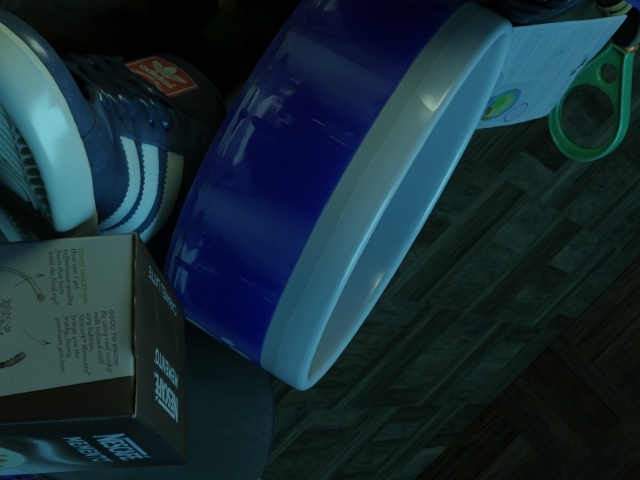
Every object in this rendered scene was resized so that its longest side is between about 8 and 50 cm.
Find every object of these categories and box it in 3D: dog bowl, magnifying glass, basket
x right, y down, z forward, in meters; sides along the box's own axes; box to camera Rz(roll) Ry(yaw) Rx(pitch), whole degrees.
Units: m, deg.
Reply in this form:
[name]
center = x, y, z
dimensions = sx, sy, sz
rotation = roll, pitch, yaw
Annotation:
[dog bowl]
center = 0.013, -0.044, 0.933
dimensions = 0.265, 0.104, 0.265
rotation = -58, 172, -13
[magnifying glass]
center = 0.315, -0.188, 1.591
dimensions = 0.026, 0.092, 0.231
rotation = -15, 137, -49
[basket]
center = -0.150, 0.130, 1.175
dimensions = 0.154, 0.204, 0.227
rotation = -3, 165, 21

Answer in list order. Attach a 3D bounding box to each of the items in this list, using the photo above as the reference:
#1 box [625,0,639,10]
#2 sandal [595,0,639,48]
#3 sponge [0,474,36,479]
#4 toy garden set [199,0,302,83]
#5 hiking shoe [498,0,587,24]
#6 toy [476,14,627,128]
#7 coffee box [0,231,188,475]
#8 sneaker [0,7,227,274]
[box]
center = 0.227, -0.339, 0.827
dimensions = 0.279, 0.177, 0.290
rotation = -44, 163, -21
[sandal]
center = 0.287, -0.245, 1.411
dimensions = 0.049, 0.072, 0.180
rotation = -24, 158, -8
[sponge]
center = -0.301, 0.237, 1.052
dimensions = 0.210, 0.031, 0.117
rotation = -46, 163, 5
[toy garden set]
center = 0.025, -0.202, 0.962
dimensions = 0.244, 0.049, 0.204
rotation = -44, 162, 2
[hiking shoe]
center = 0.244, -0.255, 1.256
dimensions = 0.227, 0.086, 0.114
rotation = -43, 159, -3
[toy]
center = 0.160, -0.162, 1.341
dimensions = 0.237, 0.056, 0.137
rotation = -17, 153, -45
[coffee box]
center = -0.205, 0.070, 0.798
dimensions = 0.247, 0.098, 0.141
rotation = -4, 162, 5
[sneaker]
center = -0.127, -0.067, 0.846
dimensions = 0.148, 0.131, 0.350
rotation = -47, 169, -13
